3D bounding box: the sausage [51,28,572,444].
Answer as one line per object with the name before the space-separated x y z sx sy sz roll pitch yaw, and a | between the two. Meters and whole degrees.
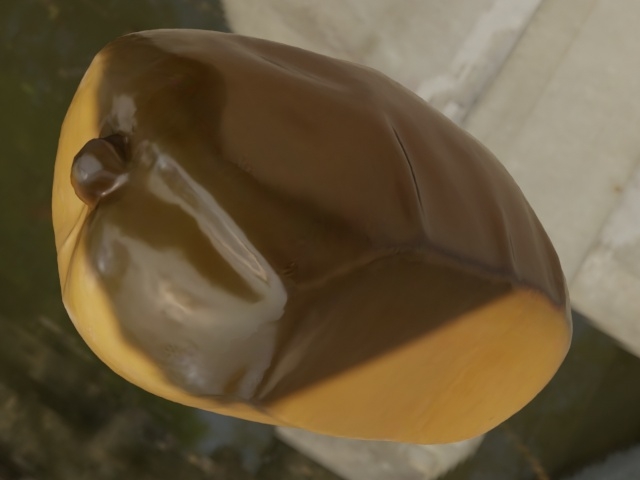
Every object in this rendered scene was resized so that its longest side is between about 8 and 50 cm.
sausage | 0.000 0.001 0.623 0.136 0.120 0.241 48 -164 26
